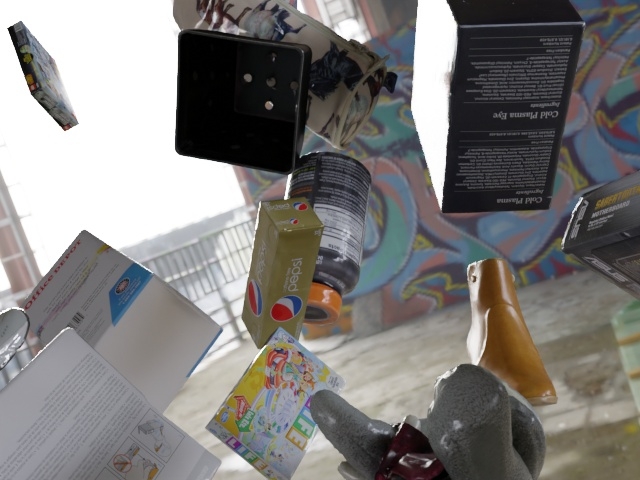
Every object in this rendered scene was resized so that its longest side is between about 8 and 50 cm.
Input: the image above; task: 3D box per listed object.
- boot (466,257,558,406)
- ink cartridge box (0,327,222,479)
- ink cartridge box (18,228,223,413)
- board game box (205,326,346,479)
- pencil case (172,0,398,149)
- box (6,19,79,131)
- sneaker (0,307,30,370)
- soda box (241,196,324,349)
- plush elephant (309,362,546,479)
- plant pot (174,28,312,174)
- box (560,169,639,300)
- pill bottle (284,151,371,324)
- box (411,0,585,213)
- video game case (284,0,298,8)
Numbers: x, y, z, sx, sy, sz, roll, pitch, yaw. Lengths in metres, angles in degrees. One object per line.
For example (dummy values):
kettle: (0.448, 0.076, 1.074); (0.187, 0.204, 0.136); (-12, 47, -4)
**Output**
boot: (0.258, 0.130, 1.245); (0.104, 0.211, 0.295); (-5, -4, -1)
ink cartridge box: (-0.282, 0.275, 0.980); (0.066, 0.261, 0.296); (-43, 7, 32)
ink cartridge box: (-0.352, 0.140, 1.503); (0.270, 0.197, 0.198); (25, 75, 47)
board game box: (-0.046, 0.181, 0.962); (0.026, 0.103, 0.154); (-46, 6, 44)
pencil case: (-0.072, -0.338, 1.480); (0.183, 0.410, 0.160); (-59, -15, 25)
box: (-0.384, -0.227, 1.200); (0.027, 0.137, 0.094); (-28, -30, 1)
sneaker: (-0.463, 0.147, 1.004); (0.262, 0.121, 0.099); (-42, 10, -28)
soda box: (-0.047, 0.040, 1.023); (0.058, 0.181, 0.061); (-8, 41, -25)
plush elephant: (0.086, 0.235, 0.816); (0.272, 0.330, 0.255); (-48, 30, 2)
plant pot: (-0.100, -0.226, 1.313); (0.188, 0.188, 0.167); (11, 25, 11)
box: (0.313, 0.026, 0.598); (0.056, 0.231, 0.183); (-62, 10, -19)
pill bottle: (0.000, 0.000, 1.294); (0.131, 0.245, 0.130); (7, -28, 4)
box: (0.259, -0.264, 1.370); (0.179, 0.312, 0.343); (-3, 37, -2)
video game case: (-0.090, -0.426, 1.755); (0.023, 0.201, 0.183); (17, 43, 15)
